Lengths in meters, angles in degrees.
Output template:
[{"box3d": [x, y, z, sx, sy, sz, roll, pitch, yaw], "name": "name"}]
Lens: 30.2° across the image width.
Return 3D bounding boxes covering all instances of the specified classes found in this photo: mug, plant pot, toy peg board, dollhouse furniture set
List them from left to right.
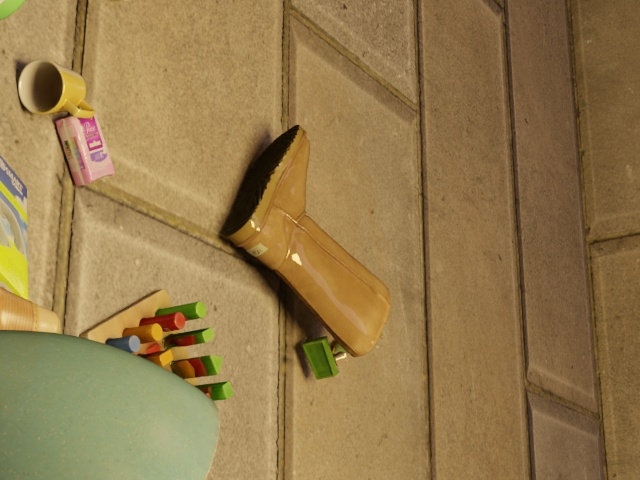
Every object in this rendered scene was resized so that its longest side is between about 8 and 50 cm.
[{"box3d": [-0.252, 0.187, 0.979, 0.195, 0.290, 0.290, 43, 42, -18], "name": "plant pot"}, {"box3d": [-0.298, -0.166, 1.352, 0.064, 0.062, 0.078, -4, 73, -68], "name": "mug"}, {"box3d": [-0.184, 0.153, 1.409, 0.160, 0.079, 0.161, -33, 107, -58], "name": "toy peg board"}, {"box3d": [0.027, 0.150, 1.766, 0.151, 0.076, 0.059, -34, 107, -57], "name": "dollhouse furniture set"}]

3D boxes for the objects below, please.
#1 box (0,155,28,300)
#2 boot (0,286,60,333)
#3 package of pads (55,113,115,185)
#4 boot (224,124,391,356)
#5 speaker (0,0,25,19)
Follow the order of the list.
[{"box3d": [-0.334, -0.028, 1.184, 0.109, 0.042, 0.178, 62, 12, -49], "name": "box"}, {"box3d": [-0.371, 0.153, 1.105, 0.207, 0.090, 0.248, 15, 93, -33], "name": "boot"}, {"box3d": [-0.276, -0.109, 1.394, 0.050, 0.032, 0.083, -31, 106, -61], "name": "package of pads"}, {"box3d": [0.000, 0.000, 1.707, 0.269, 0.089, 0.236, 42, 53, -24], "name": "boot"}, {"box3d": [-0.412, -0.333, 1.155, 0.296, 0.131, 0.131, 35, 51, -49], "name": "speaker"}]
